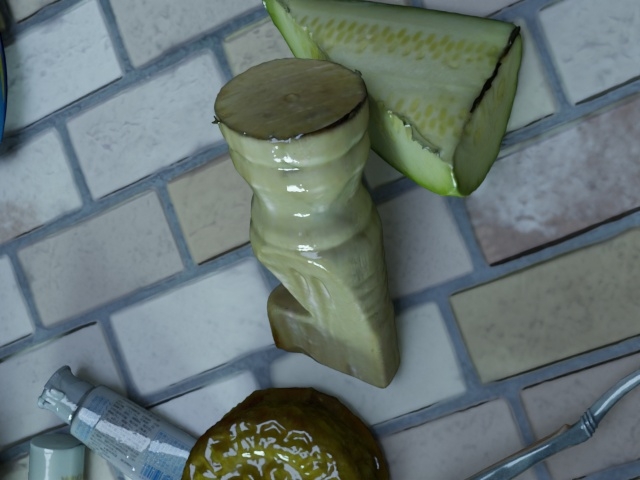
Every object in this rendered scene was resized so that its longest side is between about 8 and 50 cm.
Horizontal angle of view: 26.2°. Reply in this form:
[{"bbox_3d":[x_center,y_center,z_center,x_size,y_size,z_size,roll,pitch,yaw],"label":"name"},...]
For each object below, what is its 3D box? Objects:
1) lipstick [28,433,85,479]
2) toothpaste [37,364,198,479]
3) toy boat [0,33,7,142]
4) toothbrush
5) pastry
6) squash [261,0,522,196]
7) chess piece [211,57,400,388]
[{"bbox_3d":[-0.278,0.331,1.419,0.059,0.059,0.264,8,99,25],"label":"lipstick"},{"bbox_3d":[-0.172,0.207,1.360,0.234,0.057,0.089,32,107,12],"label":"toothpaste"},{"bbox_3d":[-0.384,-0.210,1.391,0.129,0.088,0.295,-21,86,27],"label":"toy boat"},{"bbox_3d":[0.180,0.177,1.152,0.375,0.028,0.037,-31,88,11],"label":"toothbrush"},{"bbox_3d":[-0.033,0.230,1.256,0.188,0.103,0.189,2,97,19],"label":"pastry"},{"bbox_3d":[0.032,-0.121,1.188,0.252,0.169,0.093,13,145,23],"label":"squash"},{"bbox_3d":[0.000,0.000,1.181,0.137,0.137,0.301,6,128,25],"label":"chess piece"}]
